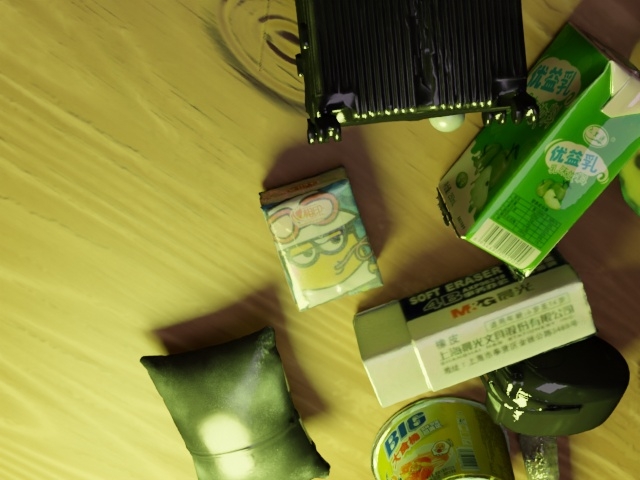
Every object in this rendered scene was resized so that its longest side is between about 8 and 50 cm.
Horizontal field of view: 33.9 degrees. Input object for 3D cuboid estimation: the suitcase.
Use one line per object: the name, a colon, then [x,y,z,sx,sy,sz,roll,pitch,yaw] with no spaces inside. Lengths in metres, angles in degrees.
suitcase: [0.083,-0.274,1.067,0.230,0.152,0.335,-6,95,-5]

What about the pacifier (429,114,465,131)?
pacifier: [0.127,-0.176,1.192,0.150,0.116,0.127,-25,149,3]

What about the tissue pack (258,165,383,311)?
tissue pack: [0.000,0.000,1.294,0.116,0.065,0.155,-18,117,1]

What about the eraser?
eraser: [0.191,0.106,1.335,0.287,0.130,0.086,-20,115,4]

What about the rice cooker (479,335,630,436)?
rice cooker: [0.303,0.184,1.379,0.203,0.142,0.118,0,125,-16]

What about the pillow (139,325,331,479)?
pillow: [-0.109,0.234,1.373,0.186,0.106,0.249,-16,115,10]

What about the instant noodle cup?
instant noodle cup: [0.182,0.334,1.433,0.205,0.153,0.205,-3,115,-7]

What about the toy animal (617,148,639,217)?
toy animal: [0.484,-0.152,1.210,0.191,0.216,0.338,-7,130,-43]

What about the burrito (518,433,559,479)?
burrito: [0.318,0.331,1.505,0.051,0.042,0.171,0,114,24]

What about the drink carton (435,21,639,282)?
drink carton: [0.263,-0.104,1.225,0.108,0.161,0.271,31,111,-20]
